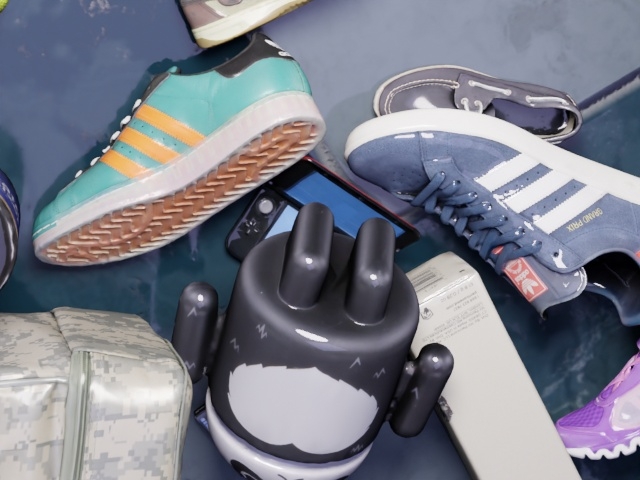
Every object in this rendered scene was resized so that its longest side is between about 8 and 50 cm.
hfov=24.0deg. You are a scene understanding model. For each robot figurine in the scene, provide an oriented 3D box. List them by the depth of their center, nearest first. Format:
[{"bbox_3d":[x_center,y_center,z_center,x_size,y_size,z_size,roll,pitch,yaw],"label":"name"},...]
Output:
[{"bbox_3d":[-0.009,0.105,1.375,0.173,0.209,0.278,-24,143,-43],"label":"robot figurine"}]

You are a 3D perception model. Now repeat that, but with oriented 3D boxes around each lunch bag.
[{"bbox_3d":[-0.268,0.171,1.327,0.256,0.305,0.213,9,96,-15],"label":"lunch bag"}]

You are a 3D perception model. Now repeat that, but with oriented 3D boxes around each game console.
[{"bbox_3d":[0.000,0.000,1.448,0.144,0.085,0.124,34,93,-14],"label":"game console"}]

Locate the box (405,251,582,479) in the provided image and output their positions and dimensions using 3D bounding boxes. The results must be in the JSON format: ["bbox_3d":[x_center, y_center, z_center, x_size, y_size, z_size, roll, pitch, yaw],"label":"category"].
[{"bbox_3d":[0.160,0.155,1.496,0.094,0.113,0.275,-28,103,-3],"label":"box"}]

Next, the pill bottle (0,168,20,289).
[{"bbox_3d":[-0.325,-0.015,1.316,0.122,0.219,0.123,-2,102,-10],"label":"pill bottle"}]

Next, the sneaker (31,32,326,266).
[{"bbox_3d":[-0.144,-0.083,1.406,0.302,0.108,0.121,-28,63,10],"label":"sneaker"}]

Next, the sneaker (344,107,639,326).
[{"bbox_3d":[0.184,-0.012,1.434,0.350,0.131,0.148,16,65,-12],"label":"sneaker"}]

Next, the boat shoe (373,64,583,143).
[{"bbox_3d":[0.156,-0.128,1.462,0.206,0.065,0.075,5,100,-11],"label":"boat shoe"}]

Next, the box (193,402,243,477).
[{"bbox_3d":[-0.076,0.185,1.505,0.067,0.018,0.083,-35,105,-2],"label":"box"}]

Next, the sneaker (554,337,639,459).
[{"bbox_3d":[0.338,0.139,1.520,0.236,0.095,0.104,-26,102,12],"label":"sneaker"}]

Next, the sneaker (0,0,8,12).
[{"bbox_3d":[-0.395,-0.187,1.352,0.240,0.091,0.126,-43,87,1],"label":"sneaker"}]

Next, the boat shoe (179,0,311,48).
[{"bbox_3d":[-0.029,-0.257,1.395,0.223,0.080,0.073,-29,110,1],"label":"boat shoe"}]
